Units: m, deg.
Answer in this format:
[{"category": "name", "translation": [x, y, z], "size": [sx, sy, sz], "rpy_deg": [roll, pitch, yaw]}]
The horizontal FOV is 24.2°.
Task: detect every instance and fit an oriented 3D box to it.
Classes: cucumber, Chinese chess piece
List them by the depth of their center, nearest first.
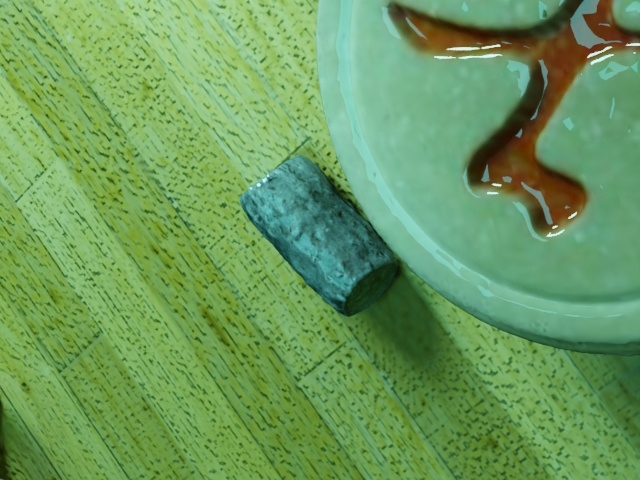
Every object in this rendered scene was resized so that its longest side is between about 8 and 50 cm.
[{"category": "Chinese chess piece", "translation": [0.160, -0.105, 0.822], "size": [0.338, 0.140, 0.338], "rpy_deg": [8, 105, 31]}, {"category": "cucumber", "translation": [-0.001, -0.002, 0.995], "size": [0.112, 0.064, 0.064], "rpy_deg": [50, 122, 8]}]

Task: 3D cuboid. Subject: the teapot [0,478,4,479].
[{"category": "teapot", "translation": [-0.288, 0.264, 1.189], "size": [0.208, 0.166, 0.299], "rpy_deg": [13, 93, -1]}]
